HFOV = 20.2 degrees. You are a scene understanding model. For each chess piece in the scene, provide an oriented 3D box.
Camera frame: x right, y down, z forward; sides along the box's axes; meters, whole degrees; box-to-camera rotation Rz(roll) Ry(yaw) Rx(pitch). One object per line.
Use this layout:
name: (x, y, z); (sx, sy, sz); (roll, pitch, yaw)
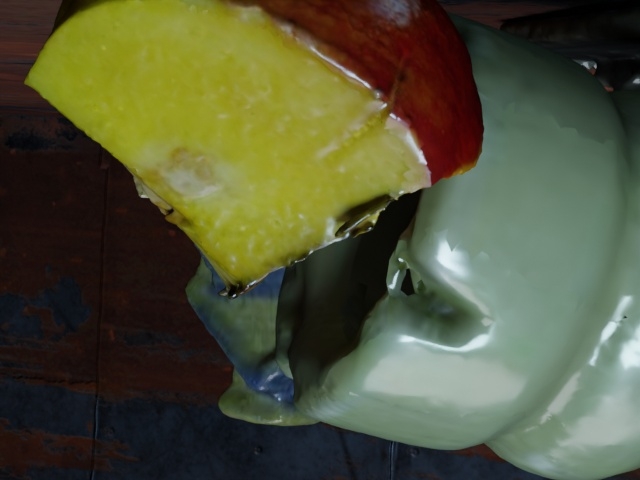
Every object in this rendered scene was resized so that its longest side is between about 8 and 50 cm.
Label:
chess piece: (0.211, 0.051, 0.775); (0.442, 0.234, 0.234); (16, 178, -15)

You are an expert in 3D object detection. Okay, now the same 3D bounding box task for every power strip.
power strip: (0.211, -0.070, 0.859); (0.213, 0.064, 0.198); (3, -177, -17)

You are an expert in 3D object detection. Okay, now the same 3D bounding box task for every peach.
peach: (-0.020, -0.053, 0.601); (0.151, 0.118, 0.151); (42, 168, 11)

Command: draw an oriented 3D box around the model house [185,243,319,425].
model house: (0.000, 0.000, 1.356); (0.261, 0.266, 0.321); (0, 179, 40)
